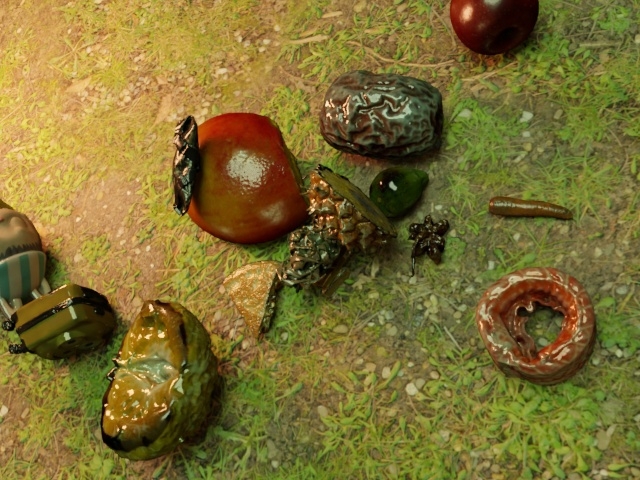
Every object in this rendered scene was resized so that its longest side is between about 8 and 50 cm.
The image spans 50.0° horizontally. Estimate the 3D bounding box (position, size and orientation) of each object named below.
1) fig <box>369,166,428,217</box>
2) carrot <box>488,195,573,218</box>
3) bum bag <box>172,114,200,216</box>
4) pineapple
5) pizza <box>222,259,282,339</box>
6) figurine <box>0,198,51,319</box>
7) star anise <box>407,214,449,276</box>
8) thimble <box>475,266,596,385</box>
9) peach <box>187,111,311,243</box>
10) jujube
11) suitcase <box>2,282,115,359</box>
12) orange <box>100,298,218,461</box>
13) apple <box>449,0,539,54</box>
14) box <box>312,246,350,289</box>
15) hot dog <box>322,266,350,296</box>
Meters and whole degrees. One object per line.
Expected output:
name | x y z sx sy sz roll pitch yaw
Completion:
fig | 0.200 -0.128 1.698 0.156 0.123 0.123 -23 54 -34
carrot | 0.488 -0.073 1.597 0.190 0.047 0.047 6 70 16
bum bag | -0.327 -0.181 1.672 0.102 0.069 0.248 9 99 48
pineapple | 0.000 0.000 1.598 0.272 0.262 0.262 -49 59 15
pizza | -0.157 0.152 1.723 0.188 0.062 0.199 -15 69 27
figurine | -0.939 0.105 1.914 0.361 0.266 0.378 -40 60 7
star anise | 0.244 0.014 1.624 0.097 0.070 0.191 10 59 12
thimble | 0.449 0.178 1.430 0.239 0.162 0.239 -7 65 16
peach | -0.203 -0.155 1.769 0.380 0.242 0.307 1 64 20
jujube | 0.155 -0.313 1.730 0.316 0.226 0.226 13 73 19
suitcase | -0.671 0.225 1.800 0.234 0.194 0.143 -28 69 7
orange | -0.358 0.339 1.620 0.270 0.210 0.369 -5 63 43
apple | 0.437 -0.582 1.733 0.218 0.218 0.201 -30 64 6
box | 0.022 0.044 1.702 0.089 0.022 0.156 21 70 46
hot dog | 0.033 0.098 1.691 0.090 0.030 0.034 -49 52 -5
